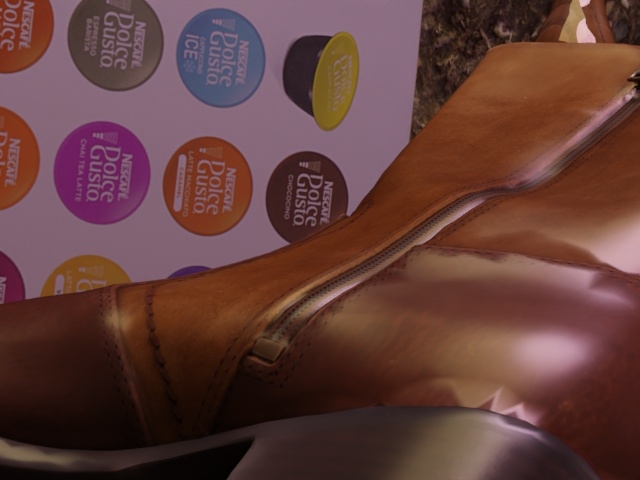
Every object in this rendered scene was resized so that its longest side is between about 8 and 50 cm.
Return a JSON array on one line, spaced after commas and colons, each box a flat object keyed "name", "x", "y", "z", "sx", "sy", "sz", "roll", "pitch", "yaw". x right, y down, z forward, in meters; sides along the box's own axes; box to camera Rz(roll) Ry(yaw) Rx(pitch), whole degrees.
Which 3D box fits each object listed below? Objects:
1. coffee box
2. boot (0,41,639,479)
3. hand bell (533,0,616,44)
[{"name": "coffee box", "x": -0.177, "y": -0.009, "z": 0.905, "sx": 0.334, "sy": 0.337, "sz": 0.338, "roll": 7, "pitch": 0, "yaw": -30}, {"name": "boot", "x": 0.000, "y": 0.000, "z": 0.456, "sx": 0.264, "sy": 0.096, "sz": 0.280, "roll": -3, "pitch": 31, "yaw": 36}, {"name": "hand bell", "x": 0.084, "y": 0.009, "z": 0.558, "sx": 0.126, "sy": 0.242, "sz": 0.126, "roll": 9, "pitch": -29, "yaw": 5}]
